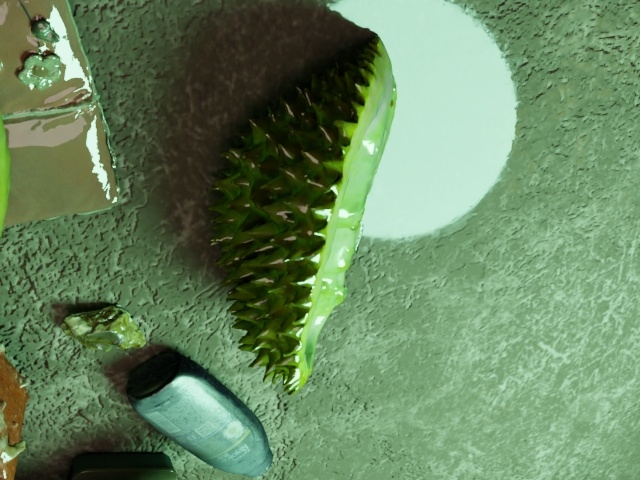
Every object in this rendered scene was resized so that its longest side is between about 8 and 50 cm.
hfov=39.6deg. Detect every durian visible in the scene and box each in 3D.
[{"bbox_3d":[-0.008,0.006,0.817,0.169,0.157,0.356,-17,138,-31],"label":"durian"}]

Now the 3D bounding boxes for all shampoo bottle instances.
[{"bbox_3d":[-0.127,0.209,1.023,0.087,0.049,0.234,-32,135,6],"label":"shampoo bottle"}]

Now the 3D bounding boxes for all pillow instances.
[{"bbox_3d":[-0.236,-0.103,0.697,0.126,0.043,0.232,-13,136,-9],"label":"pillow"}]

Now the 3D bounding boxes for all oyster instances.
[{"bbox_3d":[-0.214,0.092,0.895,0.093,0.034,0.051,5,136,-31],"label":"oyster"}]

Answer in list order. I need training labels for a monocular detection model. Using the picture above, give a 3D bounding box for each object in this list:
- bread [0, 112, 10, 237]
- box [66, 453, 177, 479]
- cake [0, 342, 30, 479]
[{"bbox_3d":[-0.354,0.014,0.549,0.348,0.308,0.348,1,138,1],"label":"bread"},{"bbox_3d":[-0.242,0.292,1.067,0.126,0.031,0.091,6,128,-26],"label":"box"},{"bbox_3d":[-0.409,0.174,0.805,0.282,0.151,0.177,-8,126,-3],"label":"cake"}]
